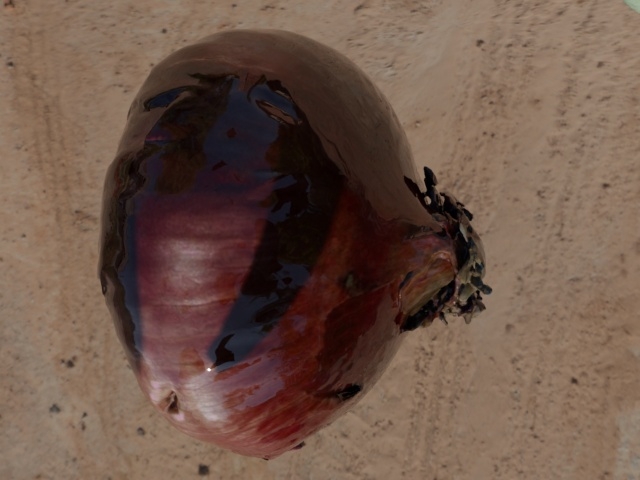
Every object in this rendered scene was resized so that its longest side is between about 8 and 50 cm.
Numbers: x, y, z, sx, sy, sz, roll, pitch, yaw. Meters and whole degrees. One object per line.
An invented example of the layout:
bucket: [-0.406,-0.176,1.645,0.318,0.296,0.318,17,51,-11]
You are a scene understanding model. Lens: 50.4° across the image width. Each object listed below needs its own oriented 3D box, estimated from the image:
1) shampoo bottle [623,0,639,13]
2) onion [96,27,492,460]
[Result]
shampoo bottle: [0.188,-0.129,0.225,0.069,0.041,0.190,45,155,-26]
onion: [0.000,0.000,0.545,0.285,0.347,0.348,6,109,23]
